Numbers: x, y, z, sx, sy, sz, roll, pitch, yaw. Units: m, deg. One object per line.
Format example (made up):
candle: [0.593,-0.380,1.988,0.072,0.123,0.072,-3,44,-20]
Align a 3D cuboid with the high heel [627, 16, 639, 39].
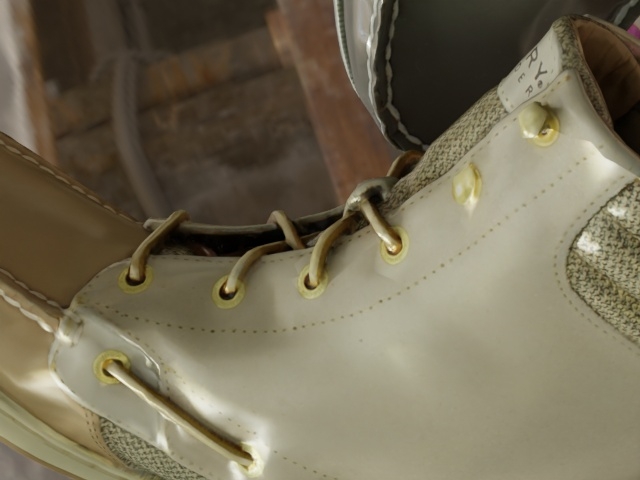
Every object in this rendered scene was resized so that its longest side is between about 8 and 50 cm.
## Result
high heel: [0.120,-0.163,0.874,0.244,0.117,0.082,41,-90,4]

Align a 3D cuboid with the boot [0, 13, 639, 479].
boot: [0.000,0.000,0.531,0.262,0.203,0.095,38,-148,-4]

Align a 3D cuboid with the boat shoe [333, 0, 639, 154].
boat shoe: [0.080,-0.132,0.517,0.109,0.305,0.091,15,-143,-14]
